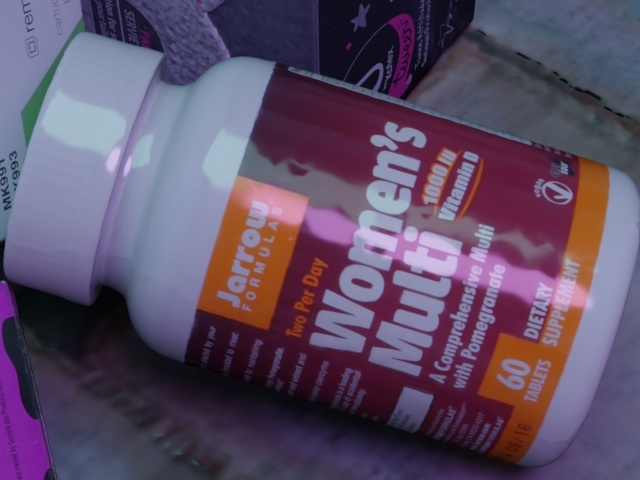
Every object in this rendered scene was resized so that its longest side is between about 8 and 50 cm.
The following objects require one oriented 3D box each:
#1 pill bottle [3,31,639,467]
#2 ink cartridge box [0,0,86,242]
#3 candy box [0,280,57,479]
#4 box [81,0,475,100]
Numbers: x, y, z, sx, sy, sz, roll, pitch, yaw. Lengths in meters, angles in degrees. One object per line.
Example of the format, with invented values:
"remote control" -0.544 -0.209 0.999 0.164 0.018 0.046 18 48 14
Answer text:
"pill bottle" 0.000 0.000 0.744 0.221 0.121 0.121 17 52 -1
"ink cartridge box" -0.190 -0.059 0.747 0.093 0.154 0.212 10 27 37
"candy box" -0.209 0.118 0.707 0.233 0.071 0.159 -12 52 -10
"box" -0.031 -0.170 0.825 0.163 0.247 0.142 26 55 21
